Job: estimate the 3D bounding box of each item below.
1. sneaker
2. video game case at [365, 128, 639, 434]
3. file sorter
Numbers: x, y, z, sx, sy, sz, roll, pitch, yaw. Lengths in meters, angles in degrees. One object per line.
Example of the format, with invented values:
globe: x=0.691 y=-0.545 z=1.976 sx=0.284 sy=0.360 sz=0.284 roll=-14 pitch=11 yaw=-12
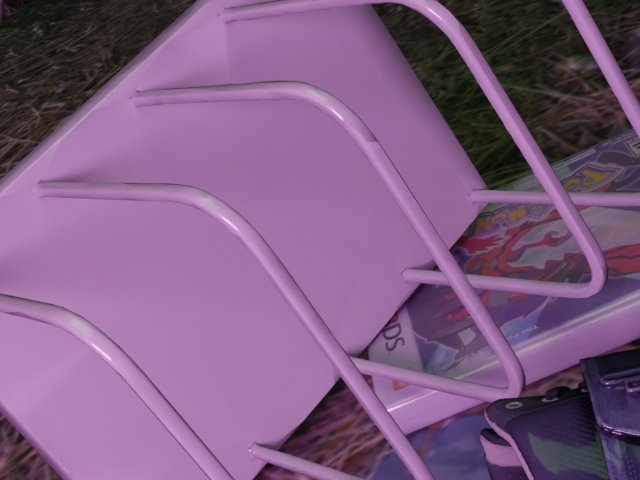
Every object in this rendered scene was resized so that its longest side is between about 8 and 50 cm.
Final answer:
sneaker: x=0.143 y=0.047 z=0.534 sx=0.163 sy=0.086 sz=0.226 roll=-17 pitch=29 yaw=15
video game case: x=0.116 y=0.013 z=0.713 sx=0.201 sy=0.023 sz=0.183 roll=-23 pitch=24 yaw=7
file sorter: x=0.000 y=0.000 z=0.592 sx=0.277 sy=0.193 sz=0.173 roll=-48 pitch=27 yaw=-25
